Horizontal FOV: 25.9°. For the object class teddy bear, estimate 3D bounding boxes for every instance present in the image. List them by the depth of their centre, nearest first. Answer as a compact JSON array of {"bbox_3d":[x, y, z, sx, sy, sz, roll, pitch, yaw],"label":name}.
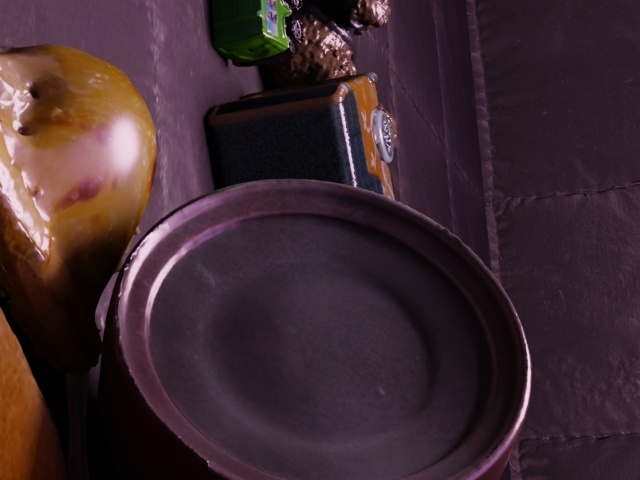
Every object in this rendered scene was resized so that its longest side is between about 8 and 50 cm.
[{"bbox_3d":[0.004,-0.188,1.386,0.129,0.182,0.251,12,68,-37],"label":"teddy bear"}]

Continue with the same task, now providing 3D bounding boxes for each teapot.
[{"bbox_3d":[-0.035,0.176,0.821,0.312,0.233,0.315,104,6,-45],"label":"teapot"}]

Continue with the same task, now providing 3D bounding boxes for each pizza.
[{"bbox_3d":[-0.146,-0.058,0.785,0.188,0.081,0.204,-83,159,-46],"label":"pizza"}]

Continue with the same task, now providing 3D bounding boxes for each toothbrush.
[{"bbox_3d":[-0.146,0.145,0.816,0.022,0.017,0.204,31,53,-60],"label":"toothbrush"}]

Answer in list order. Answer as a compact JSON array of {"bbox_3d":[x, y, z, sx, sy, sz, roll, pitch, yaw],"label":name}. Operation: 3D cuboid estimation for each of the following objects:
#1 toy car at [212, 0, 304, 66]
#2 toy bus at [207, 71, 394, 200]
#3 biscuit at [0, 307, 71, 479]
[{"bbox_3d":[-0.063,-0.240,1.239,0.062,0.071,0.165,13,71,-61],"label":"toy car"},{"bbox_3d":[0.000,0.000,1.232,0.167,0.139,0.275,-36,117,-73],"label":"toy bus"},{"bbox_3d":[-0.180,0.152,0.584,0.287,0.057,0.343,-83,161,-47],"label":"biscuit"}]
